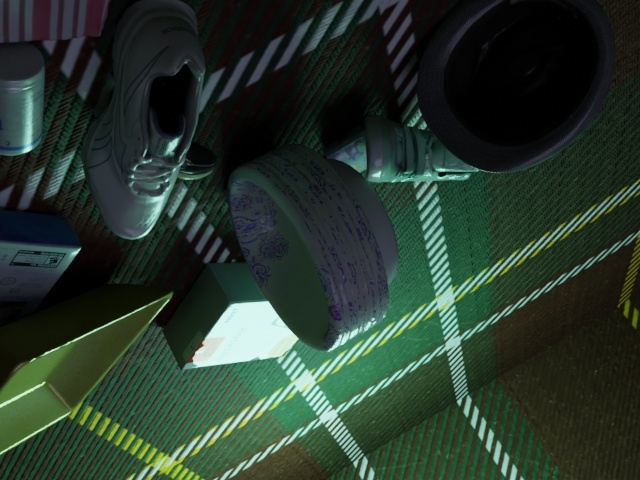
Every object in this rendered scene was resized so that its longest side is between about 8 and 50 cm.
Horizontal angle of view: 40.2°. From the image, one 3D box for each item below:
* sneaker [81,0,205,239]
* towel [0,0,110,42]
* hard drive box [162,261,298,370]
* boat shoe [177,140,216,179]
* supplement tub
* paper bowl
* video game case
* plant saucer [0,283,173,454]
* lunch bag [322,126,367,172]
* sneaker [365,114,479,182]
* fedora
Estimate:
[{"bbox_3d":[-0.195,-0.114,0.968,0.111,0.129,0.297,-1,130,-25],"label":"sneaker"},{"bbox_3d":[-0.291,-0.248,0.818,0.197,0.029,0.144,-11,146,-29],"label":"towel"},{"bbox_3d":[-0.124,0.125,1.500,0.232,0.089,0.181,-1,139,-43],"label":"hard drive box"},{"bbox_3d":[-0.187,-0.114,1.095,0.152,0.056,0.049,3,141,-47],"label":"boat shoe"},{"bbox_3d":[-0.321,-0.146,0.899,0.071,0.071,0.107,-15,147,-28],"label":"supplement tub"},{"bbox_3d":[0.000,0.000,1.219,0.148,0.284,0.284,-26,152,-21],"label":"paper bowl"},{"bbox_3d":[-0.475,0.057,1.079,0.269,0.061,0.244,7,133,-49],"label":"video game case"},{"bbox_3d":[-0.409,0.190,1.249,0.333,0.081,0.333,-46,171,27],"label":"plant saucer"},{"bbox_3d":[0.044,-0.132,1.298,0.071,0.053,0.083,-32,161,4],"label":"lunch bag"},{"bbox_3d":[0.150,-0.130,1.245,0.151,0.094,0.256,2,-174,16],"label":"sneaker"},{"bbox_3d":[0.276,-0.235,1.234,0.275,0.244,0.124,-51,176,15],"label":"fedora"}]
